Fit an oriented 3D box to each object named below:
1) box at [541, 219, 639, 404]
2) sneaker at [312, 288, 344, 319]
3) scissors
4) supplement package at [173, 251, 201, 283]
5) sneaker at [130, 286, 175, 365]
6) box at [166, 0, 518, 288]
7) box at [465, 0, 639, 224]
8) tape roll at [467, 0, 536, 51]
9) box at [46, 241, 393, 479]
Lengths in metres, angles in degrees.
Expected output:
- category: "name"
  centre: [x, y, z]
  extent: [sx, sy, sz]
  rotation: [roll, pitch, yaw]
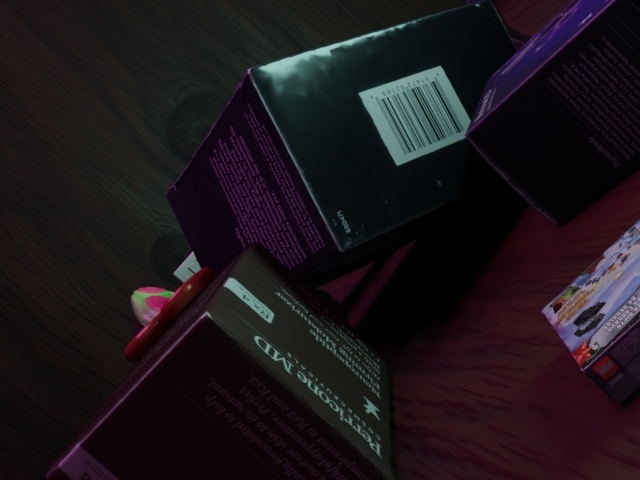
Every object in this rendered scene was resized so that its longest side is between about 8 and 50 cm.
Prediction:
- category: "box"
  centre: [0.179, 0.011, 0.381]
  extent: [0.137, 0.027, 0.094]
  rotation: [-46, 5, 12]
- category: "sneaker"
  centre: [-0.020, 0.091, 0.966]
  extent: [0.092, 0.088, 0.225]
  rotation: [-48, 6, -19]
- category: "scissors"
  centre: [-0.128, 0.059, 0.799]
  extent: [0.109, 0.021, 0.297]
  rotation: [-49, -1, 8]
- category: "supplement package"
  centre: [-0.142, 0.066, 1.423]
  extent: [0.145, 0.204, 0.262]
  rotation: [-47, 6, -2]
- category: "sneaker"
  centre: [-0.197, 0.198, 1.130]
  extent: [0.483, 0.185, 0.202]
  rotation: [113, 161, -68]
- category: "box"
  centre: [0.035, -0.071, 0.798]
  extent: [0.296, 0.182, 0.294]
  rotation: [-24, -5, -29]
- category: "box"
  centre: [0.230, -0.136, 0.594]
  extent: [0.207, 0.108, 0.153]
  rotation: [-43, 8, 32]
- category: "tape roll"
  centre: [0.297, -0.335, 1.031]
  extent: [0.189, 0.189, 0.080]
  rotation: [-44, 7, 30]
- category: "box"
  centre: [-0.060, 0.132, 0.583]
  extent: [0.167, 0.168, 0.203]
  rotation: [-45, 7, 12]
